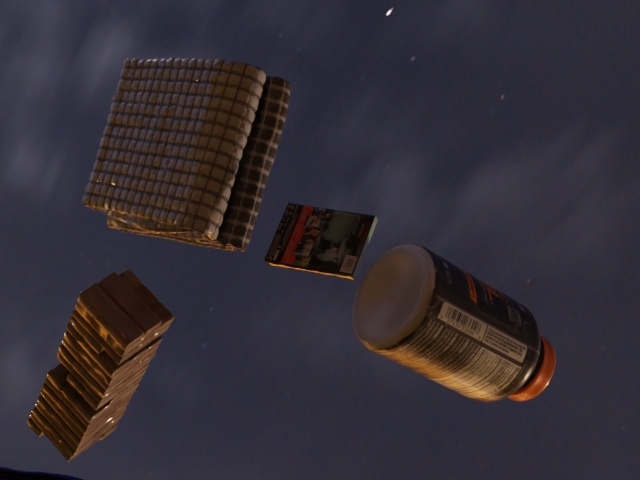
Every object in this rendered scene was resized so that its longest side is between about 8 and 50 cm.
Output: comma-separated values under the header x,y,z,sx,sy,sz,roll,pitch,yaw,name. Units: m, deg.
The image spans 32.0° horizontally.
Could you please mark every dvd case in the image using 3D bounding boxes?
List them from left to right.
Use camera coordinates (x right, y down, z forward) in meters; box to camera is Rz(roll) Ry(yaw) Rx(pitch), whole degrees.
x,y,z,sx,sy,sz,roll,pitch,yaw,name
0.000,0.000,1.339,0.119,0.087,0.013,8,-28,26,dvd case

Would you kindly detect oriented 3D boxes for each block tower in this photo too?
x,y,z,sx,sy,sz,roll,pitch,yaw,name
-0.293,0.171,1.469,0.097,0.091,0.335,46,-42,10,block tower

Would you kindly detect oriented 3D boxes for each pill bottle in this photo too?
x,y,z,sx,sy,sz,roll,pitch,yaw,name
0.164,0.108,1.291,0.246,0.130,0.130,29,-50,-34,pill bottle

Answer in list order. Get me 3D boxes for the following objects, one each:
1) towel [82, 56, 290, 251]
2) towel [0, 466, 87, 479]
x,y,z,sx,sy,sz,roll,pitch,yaw,name
-0.175,-0.113,1.475,0.284,0.121,0.235,9,-99,46,towel
-0.273,0.295,1.202,0.228,0.076,0.308,8,-20,17,towel
